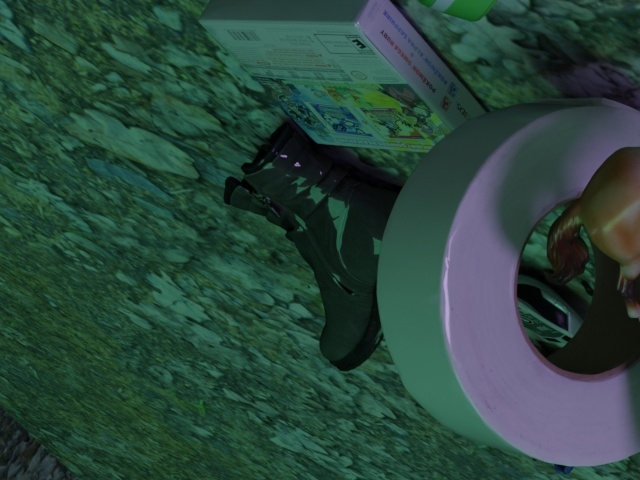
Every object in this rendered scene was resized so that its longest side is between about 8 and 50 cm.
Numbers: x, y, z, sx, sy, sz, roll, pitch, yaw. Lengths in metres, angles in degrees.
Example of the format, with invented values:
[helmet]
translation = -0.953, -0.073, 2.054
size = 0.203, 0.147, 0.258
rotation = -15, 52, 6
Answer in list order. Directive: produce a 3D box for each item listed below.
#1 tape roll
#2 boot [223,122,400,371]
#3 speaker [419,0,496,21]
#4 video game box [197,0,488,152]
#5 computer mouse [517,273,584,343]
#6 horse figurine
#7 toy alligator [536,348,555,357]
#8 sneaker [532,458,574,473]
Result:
[tape roll]
translation = 0.189, 0.031, 1.528
size = 0.286, 0.286, 0.100
rotation = 38, 166, -24
[boot]
translation = 0.000, 0.000, 2.012
size = 0.223, 0.118, 0.338
rotation = 32, 150, 2
[speaker]
translation = 0.007, -0.267, 1.285
size = 0.296, 0.131, 0.131
rotation = 31, 161, -5
[video game box]
translation = 0.022, -0.148, 1.678
size = 0.205, 0.048, 0.187
rotation = 8, 150, 46
[computer mouse]
translation = 0.240, 0.076, 1.942
size = 0.193, 0.042, 0.106
rotation = 30, 166, -18
[horse figurine]
translation = 0.263, -0.034, 1.372
size = 0.263, 0.066, 0.174
rotation = -27, 134, 18
[toy alligator]
translation = 0.271, 0.167, 2.114
size = 0.190, 0.056, 0.051
rotation = 38, -159, -26
[sneaker]
translation = 0.263, 0.227, 2.256
size = 0.135, 0.058, 0.052
rotation = 42, 157, -30
